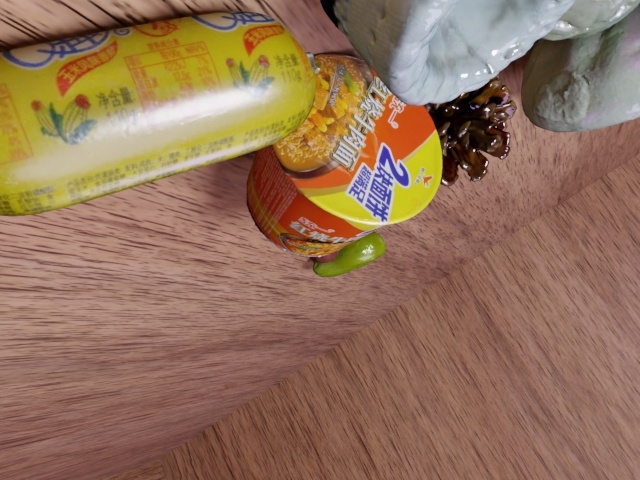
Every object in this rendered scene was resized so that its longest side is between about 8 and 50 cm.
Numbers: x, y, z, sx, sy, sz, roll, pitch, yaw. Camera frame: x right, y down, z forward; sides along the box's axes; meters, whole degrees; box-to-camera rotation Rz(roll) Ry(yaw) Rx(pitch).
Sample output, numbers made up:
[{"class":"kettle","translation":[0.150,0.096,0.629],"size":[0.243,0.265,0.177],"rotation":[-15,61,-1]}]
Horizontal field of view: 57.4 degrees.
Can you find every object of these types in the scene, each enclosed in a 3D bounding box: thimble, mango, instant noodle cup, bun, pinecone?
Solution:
[{"class":"thimble","translation":[0.121,-0.234,0.524],"size":[0.237,0.150,0.237],"rotation":[-28,163,-9]},{"class":"mango","translation":[0.058,0.027,1.254],"size":[0.165,0.074,0.091],"rotation":[-20,167,5]},{"class":"instant noodle cup","translation":[0.010,-0.084,0.697],"size":[0.213,0.213,0.174],"rotation":[-20,168,-29]},{"class":"bun","translation":[0.315,-0.310,0.681],"size":[0.195,0.118,0.195],"rotation":[-25,164,-8]},{"class":"bun","translation":[0.423,-0.278,0.828],"size":[0.293,0.187,0.293],"rotation":[-23,-168,5]},{"class":"pinecone","translation":[0.168,-0.155,0.771],"size":[0.149,0.195,0.179],"rotation":[30,99,-22]}]

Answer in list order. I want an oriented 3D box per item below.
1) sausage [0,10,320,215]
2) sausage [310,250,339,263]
[{"class":"sausage","translation":[-0.145,-0.110,0.480],"size":[0.347,0.123,0.123],"rotation":[-22,160,-25]},{"class":"sausage","translation":[0.000,0.000,1.082],"size":[0.076,0.076,0.141],"rotation":[-29,161,-4]}]
